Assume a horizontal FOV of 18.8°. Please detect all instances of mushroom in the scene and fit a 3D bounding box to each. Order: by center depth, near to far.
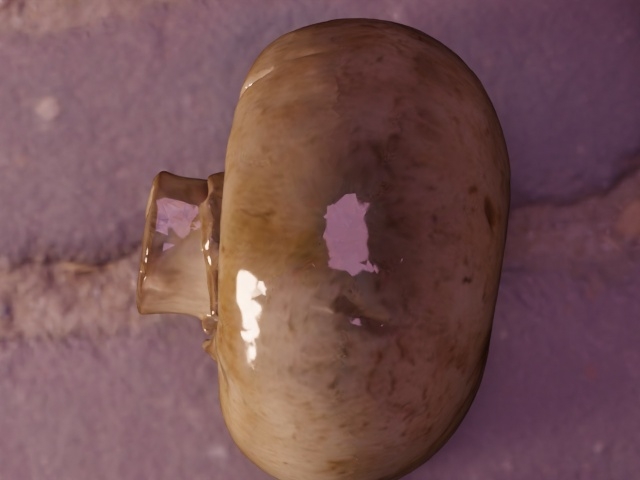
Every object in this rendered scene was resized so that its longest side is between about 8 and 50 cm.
[{"bbox_3d":[0.000,0.000,1.003,0.195,0.189,0.253,7,79,1],"label":"mushroom"}]
